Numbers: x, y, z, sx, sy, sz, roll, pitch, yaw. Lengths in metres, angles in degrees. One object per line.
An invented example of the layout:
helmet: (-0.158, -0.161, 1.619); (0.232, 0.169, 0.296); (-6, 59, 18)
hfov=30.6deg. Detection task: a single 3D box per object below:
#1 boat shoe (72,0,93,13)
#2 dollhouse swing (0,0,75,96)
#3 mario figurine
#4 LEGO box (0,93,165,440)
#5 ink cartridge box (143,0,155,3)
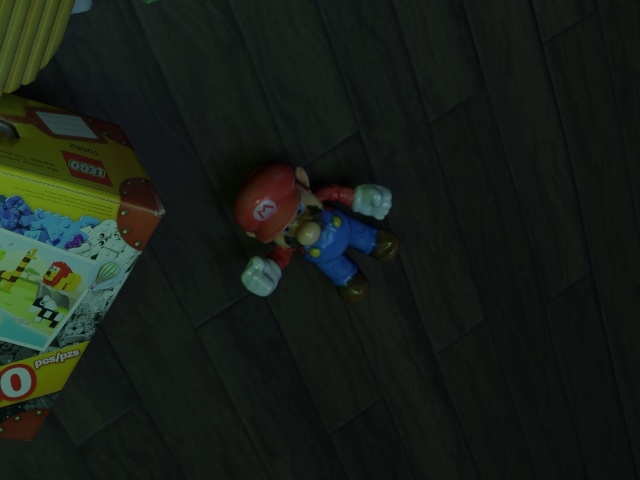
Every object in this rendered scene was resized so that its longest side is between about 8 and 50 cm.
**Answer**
boat shoe: (-0.405, -0.296, 1.341); (0.306, 0.113, 0.104); (-16, 115, -30)
dollhouse swing: (-0.212, -0.252, 1.163); (0.347, 0.315, 0.304); (-53, 155, -64)
mario figurine: (0.000, 0.000, 1.722); (0.320, 0.170, 0.198); (30, 61, -48)
LEGO box: (-0.490, 0.003, 1.289); (0.500, 0.193, 0.372); (15, 118, -37)
ink cartridge box: (-0.134, -0.441, 1.442); (0.278, 0.117, 0.201); (-25, 125, -21)
